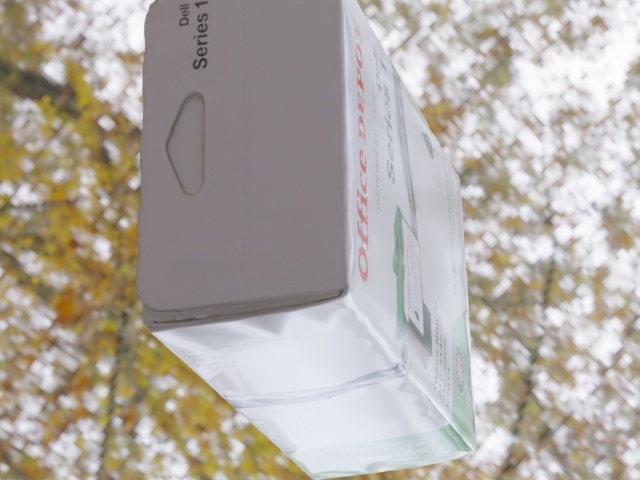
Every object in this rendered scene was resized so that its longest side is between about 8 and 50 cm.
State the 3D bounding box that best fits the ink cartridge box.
[{"bbox_3d":[0.000,0.000,0.849,0.092,0.219,0.160,-9,-115,15],"label":"ink cartridge box"}]
